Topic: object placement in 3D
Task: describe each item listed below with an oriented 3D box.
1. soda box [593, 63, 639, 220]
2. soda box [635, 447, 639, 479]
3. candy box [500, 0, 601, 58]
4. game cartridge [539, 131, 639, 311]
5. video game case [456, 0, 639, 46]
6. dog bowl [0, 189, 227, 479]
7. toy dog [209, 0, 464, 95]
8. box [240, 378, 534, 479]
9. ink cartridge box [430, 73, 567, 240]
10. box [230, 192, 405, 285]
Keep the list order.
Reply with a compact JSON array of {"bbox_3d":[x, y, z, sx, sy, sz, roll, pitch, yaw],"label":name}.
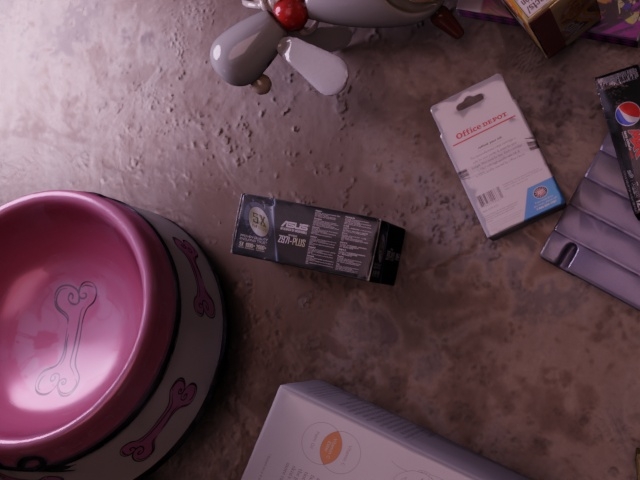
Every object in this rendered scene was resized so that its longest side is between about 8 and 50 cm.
[{"bbox_3d":[0.365,-0.112,1.228,0.053,0.060,0.169,-17,78,19],"label":"soda box"},{"bbox_3d":[0.457,0.268,1.226,0.181,0.061,0.058,-5,85,16],"label":"soda box"},{"bbox_3d":[0.192,-0.372,1.245,0.087,0.183,0.316,-39,76,13],"label":"candy box"},{"bbox_3d":[0.466,0.005,1.238,0.355,0.068,0.230,31,90,21],"label":"game cartridge"},{"bbox_3d":[0.305,-0.365,1.330,0.232,0.042,0.210,15,91,16],"label":"video game case"},{"bbox_3d":[-0.333,0.117,1.362,0.408,0.150,0.408,-7,67,16],"label":"dog bowl"},{"bbox_3d":[0.044,-0.268,1.333,0.333,0.220,0.161,-18,118,31],"label":"toy dog"},{"bbox_3d":[0.085,0.334,1.273,0.345,0.168,0.215,24,92,17],"label":"box"},{"bbox_3d":[0.220,-0.102,1.324,0.104,0.060,0.180,-25,80,13],"label":"ink cartridge box"},{"bbox_3d":[0.000,0.000,1.334,0.180,0.147,0.077,11,89,17],"label":"box"}]
